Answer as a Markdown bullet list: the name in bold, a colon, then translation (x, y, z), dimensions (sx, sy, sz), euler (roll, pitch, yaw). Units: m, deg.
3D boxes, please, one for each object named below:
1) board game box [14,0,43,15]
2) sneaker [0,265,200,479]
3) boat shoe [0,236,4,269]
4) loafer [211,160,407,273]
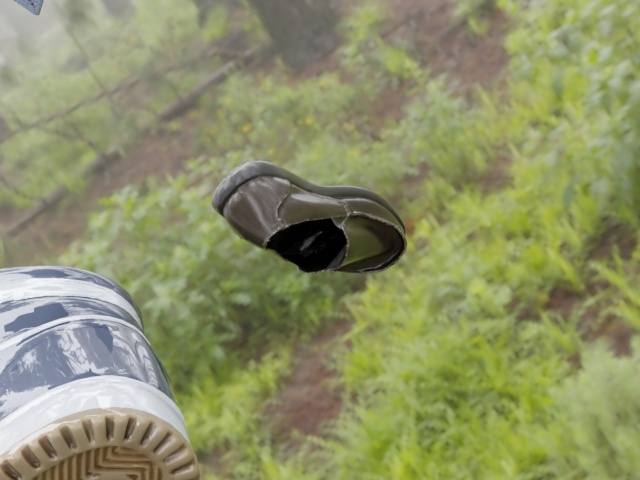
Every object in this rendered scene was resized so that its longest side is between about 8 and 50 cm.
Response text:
- **board game box**: translation (-0.159, -0.191, 0.517), dimensions (0.194, 0.194, 0.060), euler (1, 27, -7)
- **sneaker**: translation (-0.181, 0.116, 0.551), dimensions (0.282, 0.099, 0.153), euler (-32, 32, 5)
- **boat shoe**: translation (-0.308, -0.079, 0.797), dimensions (0.113, 0.302, 0.103), euler (-39, 2, 9)
- **loafer**: translation (0.000, 0.000, 1.121), dimensions (0.220, 0.078, 0.080), euler (13, -52, -47)
